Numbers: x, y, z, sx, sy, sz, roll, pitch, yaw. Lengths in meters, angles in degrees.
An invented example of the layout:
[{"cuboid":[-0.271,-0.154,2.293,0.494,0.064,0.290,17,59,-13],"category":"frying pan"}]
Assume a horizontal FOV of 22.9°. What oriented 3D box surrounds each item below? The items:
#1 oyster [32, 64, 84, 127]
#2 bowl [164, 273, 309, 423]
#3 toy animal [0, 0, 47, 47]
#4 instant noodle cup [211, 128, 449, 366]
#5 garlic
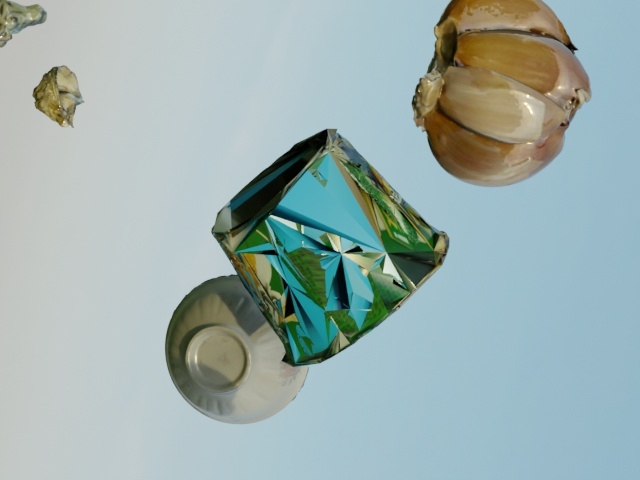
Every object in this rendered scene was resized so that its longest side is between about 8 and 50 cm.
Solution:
[{"cuboid":[-0.271,-0.143,1.649,0.080,0.038,0.083,67,10,13],"category":"oyster"},{"cuboid":[-0.112,0.139,1.917,0.086,0.189,0.189,-23,130,-76],"category":"bowl"},{"cuboid":[-0.448,-0.387,2.094,0.170,0.255,0.090,-48,155,-10],"category":"toy animal"},{"cuboid":[0.000,0.000,1.738,0.240,0.178,0.240,-37,-167,10],"category":"instant noodle cup"},{"cuboid":[0.196,-0.167,1.757,0.214,0.191,0.160,-78,-175,-47],"category":"garlic"}]
